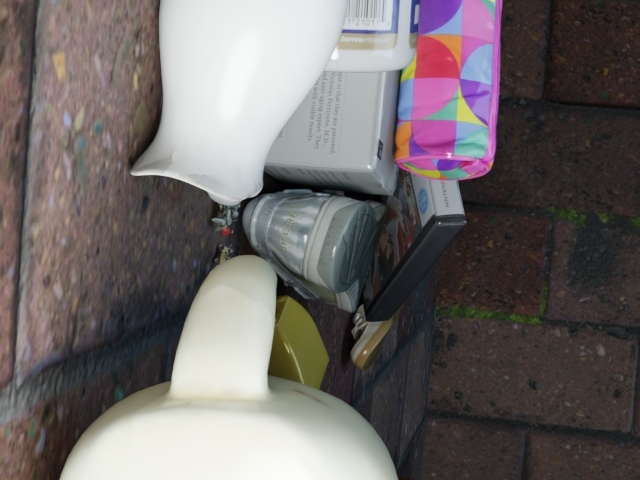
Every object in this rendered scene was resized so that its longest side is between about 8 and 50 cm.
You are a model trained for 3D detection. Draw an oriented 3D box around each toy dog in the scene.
[{"bbox_3d":[-0.050,0.230,0.894,0.408,0.285,0.395,51,27,-78],"label":"toy dog"}]

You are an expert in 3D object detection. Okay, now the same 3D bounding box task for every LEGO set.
[{"bbox_3d":[-0.074,-0.020,1.171,0.054,0.023,0.083,-74,165,-47],"label":"LEGO set"}]

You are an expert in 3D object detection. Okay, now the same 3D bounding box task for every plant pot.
[{"bbox_3d":[-0.046,0.096,1.249,0.081,0.082,0.083,-69,151,-56],"label":"plant pot"}]

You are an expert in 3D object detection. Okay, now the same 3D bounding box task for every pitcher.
[{"bbox_3d":[-0.052,-0.127,0.983,0.178,0.126,0.207,38,68,-84],"label":"pitcher"}]

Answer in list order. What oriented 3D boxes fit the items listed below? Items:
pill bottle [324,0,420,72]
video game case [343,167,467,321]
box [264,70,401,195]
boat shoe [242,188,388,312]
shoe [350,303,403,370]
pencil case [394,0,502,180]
[{"bbox_3d":[0.011,-0.275,1.141,0.153,0.153,0.264,-47,142,-74],"label":"pill bottle"},{"bbox_3d":[0.077,-0.075,1.519,0.275,0.035,0.248,121,-37,-62],"label":"video game case"},{"bbox_3d":[0.014,-0.144,1.331,0.181,0.119,0.181,29,67,-80],"label":"box"},{"bbox_3d":[-0.001,0.002,1.400,0.320,0.103,0.118,18,90,-81],"label":"boat shoe"},{"bbox_3d":[0.072,0.119,2.012,0.076,0.058,0.219,-67,174,25],"label":"shoe"},{"bbox_3d":[0.126,-0.175,1.323,0.104,0.104,0.236,42,54,-78],"label":"pencil case"}]
